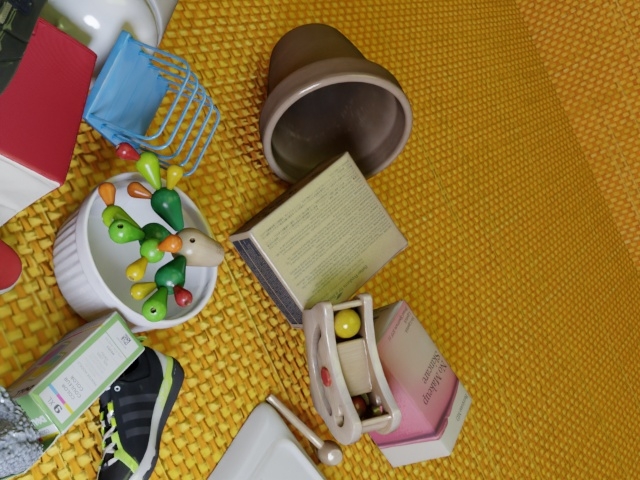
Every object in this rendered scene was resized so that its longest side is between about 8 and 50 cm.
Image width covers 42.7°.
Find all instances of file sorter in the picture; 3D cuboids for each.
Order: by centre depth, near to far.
[{"bbox_3d":[-0.210,-0.167,1.055,0.170,0.105,0.118,60,54,-77],"label":"file sorter"}]

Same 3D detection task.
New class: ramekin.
[{"bbox_3d":[-0.247,0.024,1.070,0.207,0.109,0.207,25,53,-40],"label":"ramekin"}]

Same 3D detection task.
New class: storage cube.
[{"bbox_3d":[-0.393,-0.147,0.925,0.215,0.184,0.193,31,50,-37],"label":"storage cube"}]

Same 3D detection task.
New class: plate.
[{"bbox_3d":[-0.053,0.411,1.150,0.278,0.045,0.277,54,40,-14],"label":"plate"}]

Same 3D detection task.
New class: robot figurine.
[{"bbox_3d":[-0.300,-0.349,1.127,0.300,0.200,0.353,77,20,-51],"label":"robot figurine"}]

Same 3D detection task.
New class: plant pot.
[{"bbox_3d":[0.008,-0.255,1.438,0.263,0.263,0.229,26,35,-40],"label":"plant pot"}]

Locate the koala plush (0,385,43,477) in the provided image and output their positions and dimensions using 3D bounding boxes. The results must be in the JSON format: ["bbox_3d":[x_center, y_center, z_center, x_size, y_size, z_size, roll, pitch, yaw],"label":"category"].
[{"bbox_3d":[-0.416,0.195,0.731,0.203,0.196,0.221,52,39,1],"label":"koala plush"}]

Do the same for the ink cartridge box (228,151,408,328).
[{"bbox_3d":[0.000,0.000,1.333,0.235,0.088,0.193,-40,105,-28],"label":"ink cartridge box"}]

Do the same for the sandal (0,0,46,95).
[{"bbox_3d":[-0.343,-0.228,0.802,0.120,0.086,0.302,50,56,-44],"label":"sandal"}]

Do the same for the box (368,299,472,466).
[{"bbox_3d":[0.133,0.243,1.391,0.232,0.127,0.148,54,39,-14],"label":"box"}]

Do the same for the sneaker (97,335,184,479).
[{"bbox_3d":[-0.246,0.221,1.001,0.097,0.084,0.234,38,37,-22],"label":"sneaker"}]

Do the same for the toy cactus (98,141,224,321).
[{"bbox_3d":[-0.181,-0.007,1.007,0.180,0.112,0.219,20,46,-55],"label":"toy cactus"}]

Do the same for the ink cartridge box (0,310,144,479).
[{"bbox_3d":[-0.304,0.174,0.922,0.062,0.109,0.209,55,39,-14],"label":"ink cartridge box"}]

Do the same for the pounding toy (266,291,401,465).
[{"bbox_3d":[0.014,0.218,1.198,0.155,0.154,0.269,-10,99,-22],"label":"pounding toy"}]

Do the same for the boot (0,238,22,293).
[{"bbox_3d":[-0.399,-0.026,0.862,0.244,0.176,0.088,34,47,-36],"label":"boot"}]
